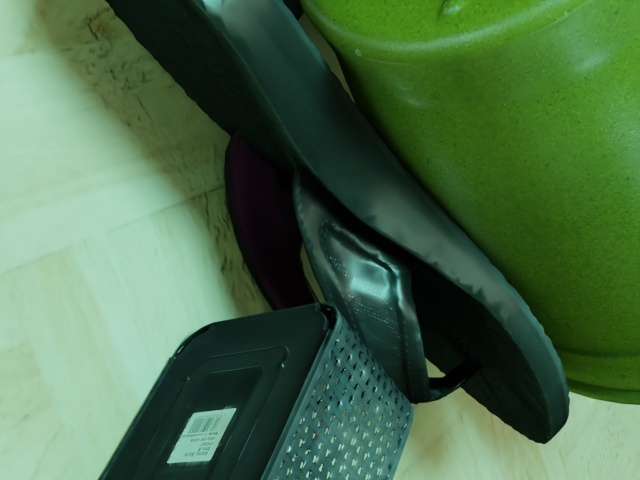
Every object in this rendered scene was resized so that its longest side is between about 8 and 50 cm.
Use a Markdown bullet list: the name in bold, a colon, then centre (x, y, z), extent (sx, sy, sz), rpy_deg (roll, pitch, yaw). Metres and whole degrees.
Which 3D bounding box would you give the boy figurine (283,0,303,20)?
- **boy figurine**: centre (0.024, -0.262, 0.694), extent (0.285, 0.092, 0.177), rpy_deg (-50, 155, -46)

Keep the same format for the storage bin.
- **storage bin**: centre (-0.041, 0.129, 0.488), extent (0.084, 0.122, 0.180), rpy_deg (52, 44, -28)

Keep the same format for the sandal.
- **sandal**: centre (-0.002, -0.001, 0.583), extent (0.107, 0.167, 0.446), rpy_deg (-49, 117, -13)

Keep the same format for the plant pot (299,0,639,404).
- **plant pot**: centre (0.170, -0.124, 0.602), extent (0.353, 0.366, 0.366), rpy_deg (39, 51, -47)
